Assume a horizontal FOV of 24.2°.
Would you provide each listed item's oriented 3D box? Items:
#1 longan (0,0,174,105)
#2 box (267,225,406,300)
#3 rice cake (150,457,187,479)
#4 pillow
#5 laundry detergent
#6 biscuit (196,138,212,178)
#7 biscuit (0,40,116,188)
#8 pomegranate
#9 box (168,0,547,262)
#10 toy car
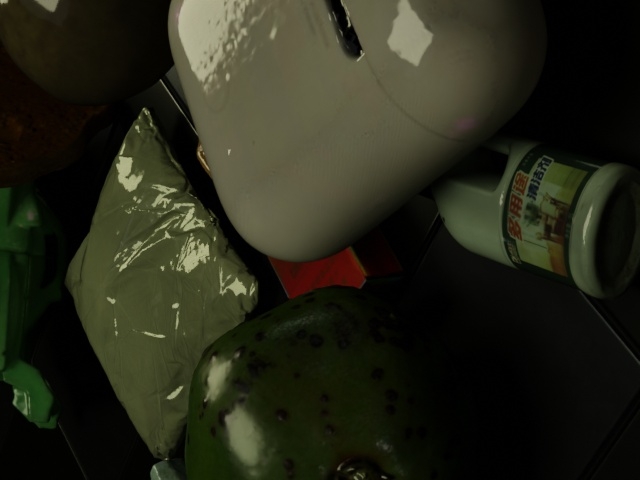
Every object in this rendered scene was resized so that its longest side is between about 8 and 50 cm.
[{"bbox_3d":[-0.238,-0.255,1.524,0.248,0.248,0.248,7,99,54],"label":"longan"},{"bbox_3d":[0.001,0.000,1.357,0.112,0.048,0.175,-56,50,42],"label":"box"},{"bbox_3d":[-0.108,0.314,1.540,0.245,0.045,0.042,46,129,41],"label":"rice cake"},{"bbox_3d":[-0.182,0.049,1.592,0.280,0.076,0.274,57,134,33],"label":"pillow"},{"bbox_3d":[0.148,-0.030,1.134,0.226,0.070,0.099,24,120,52],"label":"laundry detergent"},{"bbox_3d":[-0.061,-0.118,1.450,0.221,0.029,0.142,-32,68,50],"label":"biscuit"},{"bbox_3d":[-0.376,-0.145,1.689,0.257,0.273,0.049,40,143,33],"label":"biscuit"},{"bbox_3d":[0.005,0.162,1.222,0.270,0.254,0.254,-170,78,-73],"label":"pomegranate"},{"bbox_3d":[0.015,-0.162,1.161,0.349,0.141,0.288,-39,62,47],"label":"box"},{"bbox_3d":[-0.379,0.036,1.777,0.213,0.176,0.358,112,164,-77],"label":"toy car"}]
